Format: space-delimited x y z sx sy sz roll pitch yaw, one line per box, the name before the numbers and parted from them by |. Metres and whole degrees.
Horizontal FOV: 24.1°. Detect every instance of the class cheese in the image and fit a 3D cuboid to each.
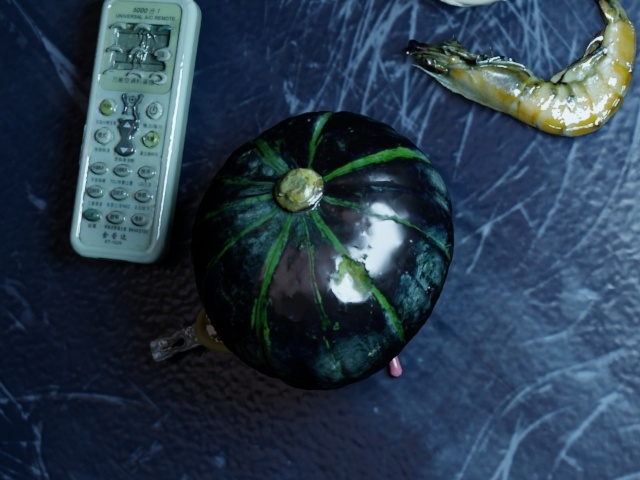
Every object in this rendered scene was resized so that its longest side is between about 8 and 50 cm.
cheese | -0.130 0.106 1.805 0.162 0.036 0.086 -21 77 13

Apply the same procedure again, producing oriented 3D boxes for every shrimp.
shrimp | 0.239 -0.236 1.735 0.262 0.051 0.198 21 83 15

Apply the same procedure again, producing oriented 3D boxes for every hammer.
hammer | 0.078 0.118 1.745 0.053 0.031 0.083 -18 85 15

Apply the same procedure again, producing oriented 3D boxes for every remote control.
remote control | -0.225 -0.139 1.848 0.128 0.065 0.335 6 85 19

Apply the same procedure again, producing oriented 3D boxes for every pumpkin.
pumpkin | 0.000 0.000 1.659 0.315 0.238 0.315 -8 63 16

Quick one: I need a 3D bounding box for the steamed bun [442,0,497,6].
steamed bun | 0.175 -0.357 1.714 0.183 0.183 0.106 -2 42 17
